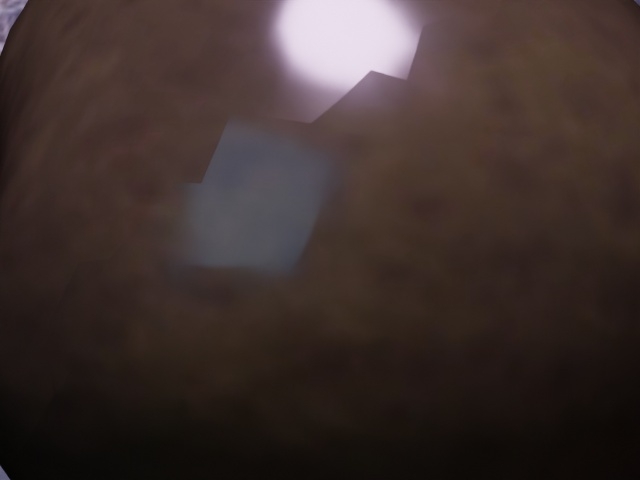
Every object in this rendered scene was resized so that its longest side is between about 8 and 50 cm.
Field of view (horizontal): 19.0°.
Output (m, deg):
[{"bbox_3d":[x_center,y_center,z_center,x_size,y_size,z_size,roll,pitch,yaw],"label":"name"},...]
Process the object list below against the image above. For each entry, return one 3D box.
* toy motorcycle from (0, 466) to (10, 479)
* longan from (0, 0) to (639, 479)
[{"bbox_3d":[-0.120,0.079,0.706,0.152,0.073,0.225,10,72,37],"label":"toy motorcycle"},{"bbox_3d":[0.000,0.000,0.578,0.248,0.248,0.248,-14,59,25],"label":"longan"}]
